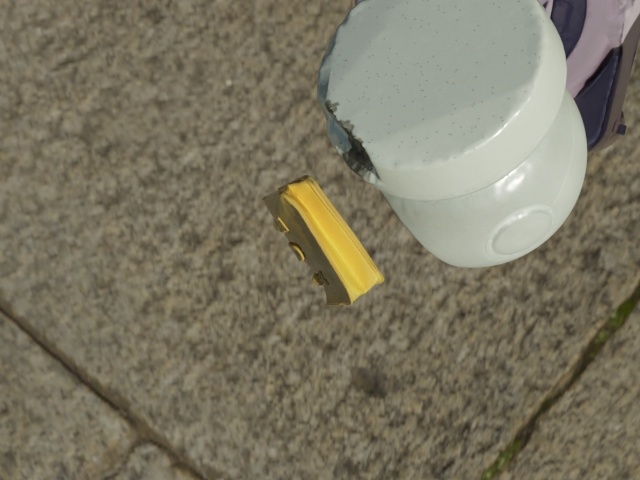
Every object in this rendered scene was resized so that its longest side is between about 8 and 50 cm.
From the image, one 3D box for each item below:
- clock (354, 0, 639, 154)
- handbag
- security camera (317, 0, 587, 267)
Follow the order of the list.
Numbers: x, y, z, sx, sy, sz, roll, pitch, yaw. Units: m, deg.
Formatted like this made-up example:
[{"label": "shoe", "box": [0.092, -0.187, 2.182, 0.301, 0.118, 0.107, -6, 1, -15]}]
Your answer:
[{"label": "clock", "box": [0.190, -0.255, 1.290, 0.322, 0.296, 0.113, 16, 14, 25]}, {"label": "handbag", "box": [0.000, 0.000, 0.737, 0.027, 0.061, 0.083, -36, 96, -15]}, {"label": "security camera", "box": [0.122, -0.086, 0.966, 0.194, 0.236, 0.195, -10, 63, 20]}]
